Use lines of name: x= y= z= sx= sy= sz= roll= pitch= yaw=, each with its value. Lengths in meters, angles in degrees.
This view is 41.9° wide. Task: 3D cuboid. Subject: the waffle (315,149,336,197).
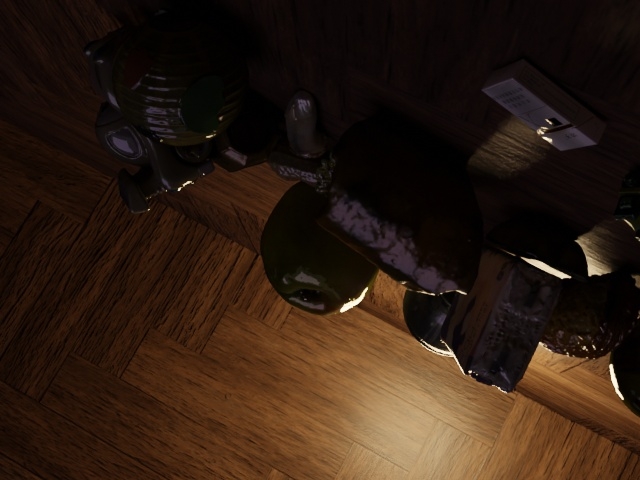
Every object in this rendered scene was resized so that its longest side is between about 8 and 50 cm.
waffle: x=0.078 y=-0.124 z=1.799 sx=0.183 sy=0.036 sz=0.169 roll=18 pitch=147 yaw=-3

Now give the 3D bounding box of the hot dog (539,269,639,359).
hot dog: x=0.519 y=0.142 z=1.642 sx=0.114 sy=0.175 sz=0.259 roll=27 pitch=163 yaw=-19

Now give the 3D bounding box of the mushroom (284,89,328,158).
mushroom: x=-0.032 y=-0.231 z=1.685 sx=0.084 sy=0.071 sz=0.209 roll=21 pitch=163 yaw=11

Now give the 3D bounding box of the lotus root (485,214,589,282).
lotus root: x=0.422 y=0.007 z=1.585 sx=0.183 sy=0.078 sz=0.203 roll=22 pitch=-177 yaw=-41

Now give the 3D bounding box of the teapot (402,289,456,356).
teapot: x=0.322 y=0.095 z=1.997 sx=0.239 sy=0.322 sz=0.239 roll=-7 pitch=158 yaw=-8

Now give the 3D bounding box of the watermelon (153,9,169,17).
watermelon: x=-0.261 y=-0.379 z=1.648 sx=0.180 sy=0.081 sz=0.094 roll=40 pitch=-170 yaw=-23

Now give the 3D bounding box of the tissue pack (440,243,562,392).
tissue pack: x=0.352 y=0.144 z=1.685 sx=0.125 sy=0.242 sz=0.344 roll=24 pitch=-175 yaw=-2

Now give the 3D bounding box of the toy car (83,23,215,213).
toy car: x=-0.388 y=-0.257 z=1.747 sx=0.336 sy=0.226 sz=0.242 roll=62 pitch=170 yaw=-25

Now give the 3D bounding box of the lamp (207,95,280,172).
lamp: x=-0.177 y=-0.229 z=1.819 sx=0.161 sy=0.161 sz=0.185 roll=33 pitch=172 yaw=-16

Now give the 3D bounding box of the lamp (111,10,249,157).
lamp: x=-0.251 y=-0.273 z=1.526 sx=0.250 sy=0.250 sz=0.284 roll=23 pitch=137 yaw=27

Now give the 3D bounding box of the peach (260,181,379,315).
peach: x=0.003 y=0.007 z=1.979 sx=0.314 sy=0.316 sz=0.281 roll=18 pitch=164 yaw=21

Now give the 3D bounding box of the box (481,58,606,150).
box: x=0.305 y=-0.182 z=1.141 sx=0.154 sy=0.040 sz=0.084 roll=34 pitch=167 yaw=-15

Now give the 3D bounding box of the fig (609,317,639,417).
fig: x=0.688 y=0.247 z=1.606 sx=0.239 sy=0.239 sz=0.271 roll=22 pitch=-174 yaw=31

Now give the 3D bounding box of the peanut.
peanut: x=-0.044 y=-0.171 z=1.891 sx=0.194 sy=0.093 sz=0.083 roll=27 pitch=-162 yaw=17

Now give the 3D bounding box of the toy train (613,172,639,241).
toy train: x=0.474 y=-0.046 z=1.222 sx=0.122 sy=0.081 sz=0.050 roll=34 pitch=165 yaw=-31

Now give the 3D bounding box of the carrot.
carrot: x=0.148 y=-0.063 z=1.541 sx=0.340 sy=0.241 sz=0.241 roll=34 pitch=168 yaw=-7
